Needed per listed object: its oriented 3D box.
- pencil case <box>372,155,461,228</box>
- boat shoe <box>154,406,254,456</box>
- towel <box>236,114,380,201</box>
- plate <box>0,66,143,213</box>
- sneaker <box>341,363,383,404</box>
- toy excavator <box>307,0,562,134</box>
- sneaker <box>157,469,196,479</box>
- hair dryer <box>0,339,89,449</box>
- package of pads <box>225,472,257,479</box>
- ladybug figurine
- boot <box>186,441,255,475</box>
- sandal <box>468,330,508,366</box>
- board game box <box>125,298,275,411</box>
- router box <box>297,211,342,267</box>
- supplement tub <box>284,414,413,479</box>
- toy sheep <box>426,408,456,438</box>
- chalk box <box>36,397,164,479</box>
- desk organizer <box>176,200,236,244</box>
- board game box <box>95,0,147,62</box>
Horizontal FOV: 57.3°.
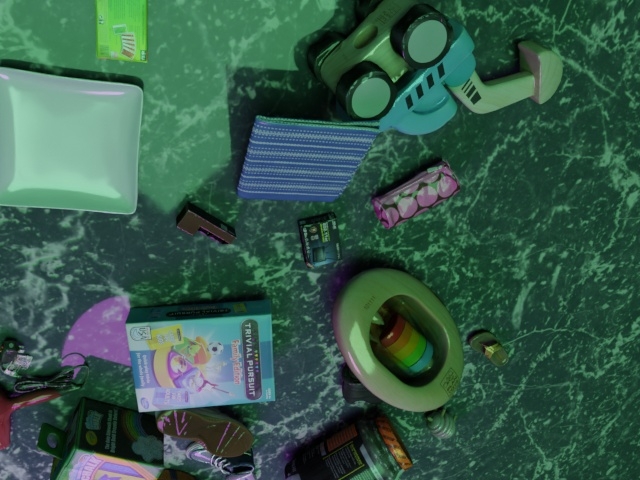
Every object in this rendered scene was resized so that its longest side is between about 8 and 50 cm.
[{"bbox_3d":[0.226,-0.113,1.403,0.209,0.095,0.098,-31,152,0],"label":"pencil case"},{"bbox_3d":[-0.307,0.487,1.557,0.302,0.098,0.109,32,94,-33],"label":"boat shoe"},{"bbox_3d":[-0.039,-0.163,1.210,0.243,0.040,0.336,0,160,-14],"label":"towel"},{"bbox_3d":[-0.505,-0.194,1.171,0.277,0.045,0.278,4,116,-17],"label":"plate"},{"bbox_3d":[0.192,0.404,1.667,0.286,0.109,0.130,1,126,-9],"label":"sneaker"},{"bbox_3d":[0.261,-0.349,1.246,0.433,0.222,0.445,-43,133,10],"label":"toy excavator"},{"bbox_3d":[-0.375,0.755,1.666,0.296,0.112,0.131,33,104,-27],"label":"sneaker"},{"bbox_3d":[-0.715,0.388,1.393,0.223,0.080,0.293,32,105,-28],"label":"hair dryer"},{"bbox_3d":[-0.233,0.705,1.727,0.083,0.032,0.050,-22,118,-5],"label":"package of pads"},{"bbox_3d":[0.192,0.257,1.508,0.449,0.162,0.305,47,68,-20],"label":"ladybug figurine"},{"bbox_3d":[-0.276,0.607,1.631,0.190,0.086,0.069,3,116,-18],"label":"boot"},{"bbox_3d":[0.510,0.328,1.737,0.072,0.049,0.180,-44,120,8],"label":"sandal"},{"bbox_3d":[-0.283,0.282,1.430,0.336,0.079,0.254,-3,114,-6],"label":"board game box"},{"bbox_3d":[0.000,0.000,1.424,0.092,0.038,0.122,-15,120,-9],"label":"router box"},{"bbox_3d":[0.083,0.661,1.695,0.338,0.207,0.207,-31,121,2],"label":"supplement tub"},{"bbox_3d":[0.369,0.562,1.800,0.132,0.091,0.091,32,104,-27],"label":"toy sheep"},{"bbox_3d":[-0.559,0.531,1.457,0.289,0.180,0.179,24,108,-24],"label":"chalk box"},{"bbox_3d":[-0.259,-0.029,1.329,0.130,0.047,0.050,32,106,-28],"label":"desk organizer"},{"bbox_3d":[-0.369,-0.431,1.088,0.092,0.043,0.181,0,117,-17],"label":"board game box"}]
